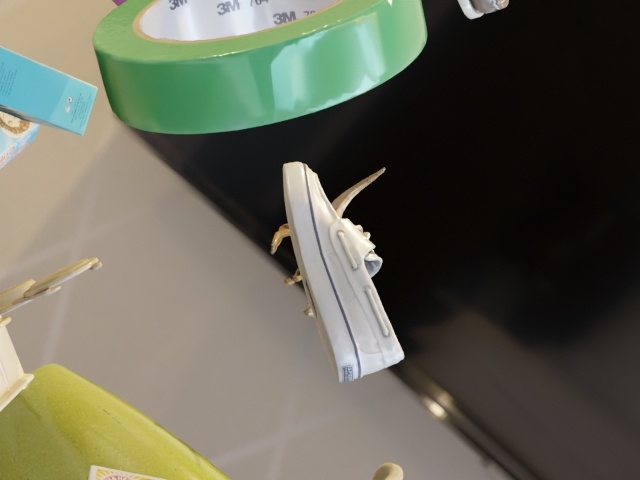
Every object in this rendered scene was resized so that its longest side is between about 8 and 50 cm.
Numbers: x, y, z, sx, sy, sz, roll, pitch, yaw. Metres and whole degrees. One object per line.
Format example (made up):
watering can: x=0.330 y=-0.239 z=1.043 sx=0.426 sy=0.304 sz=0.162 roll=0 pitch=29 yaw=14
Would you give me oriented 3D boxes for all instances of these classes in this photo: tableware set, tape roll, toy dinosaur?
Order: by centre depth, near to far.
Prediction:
tableware set: x=-0.253 y=0.057 z=1.309 sx=0.141 sy=0.169 sz=0.020 roll=-14 pitch=-76 yaw=57
tape roll: x=-0.059 y=-0.204 z=1.626 sx=0.321 sy=0.321 sz=0.077 roll=-124 pitch=-160 yaw=-64
toy dinosaur: x=0.000 y=0.000 z=2.102 sx=0.112 sy=0.211 sz=0.064 roll=15 pitch=-16 yaw=4

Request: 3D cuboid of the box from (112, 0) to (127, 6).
box: x=-0.215 y=-0.433 z=2.022 sx=0.117 sy=0.243 sz=0.213 roll=2 pitch=-28 yaw=38

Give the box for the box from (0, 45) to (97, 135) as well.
box: x=-0.356 y=-0.177 z=1.813 sx=0.101 sy=0.060 sz=0.244 roll=15 pitch=-2 yaw=29

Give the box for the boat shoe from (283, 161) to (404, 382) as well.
boat shoe: x=0.024 y=0.025 z=1.837 sx=0.096 sy=0.088 sz=0.267 roll=87 pitch=-12 yaw=-58

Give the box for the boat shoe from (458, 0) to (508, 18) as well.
boat shoe: x=0.192 y=-0.413 z=1.869 sx=0.097 sy=0.324 sz=0.116 roll=-1 pitch=11 yaw=18

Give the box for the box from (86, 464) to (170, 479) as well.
box: x=-0.153 y=0.319 z=1.699 sx=0.203 sy=0.103 sz=0.114 roll=12 pitch=29 yaw=-9

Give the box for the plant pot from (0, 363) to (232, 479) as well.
plant pot: x=-0.268 y=0.296 z=1.971 sx=0.293 sy=0.275 sz=0.275 roll=48 pitch=9 yaw=15

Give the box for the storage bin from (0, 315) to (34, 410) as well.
storage bin: x=-0.428 y=0.142 z=1.497 sx=0.260 sy=0.262 sz=0.123 roll=-60 pitch=130 yaw=-79

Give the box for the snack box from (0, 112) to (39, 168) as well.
snack box: x=-0.556 y=-0.124 z=2.282 sx=0.187 sy=0.060 sz=0.322 roll=39 pitch=50 yaw=3

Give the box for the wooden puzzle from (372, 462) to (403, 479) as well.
wooden puzzle: x=-0.030 y=0.418 z=1.685 sx=0.081 sy=0.322 sz=0.348 roll=20 pitch=23 yaw=14
